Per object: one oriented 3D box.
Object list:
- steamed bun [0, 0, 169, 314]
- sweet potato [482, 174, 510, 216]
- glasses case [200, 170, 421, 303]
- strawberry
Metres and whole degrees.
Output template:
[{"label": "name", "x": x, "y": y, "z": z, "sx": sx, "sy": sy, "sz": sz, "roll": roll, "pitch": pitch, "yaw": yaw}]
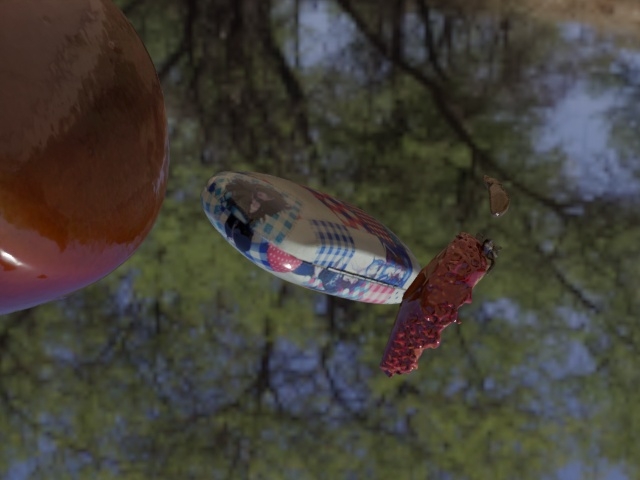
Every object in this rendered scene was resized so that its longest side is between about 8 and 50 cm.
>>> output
[{"label": "steamed bun", "x": -0.281, "y": -0.059, "z": 1.274, "sx": 0.235, "sy": 0.248, "sz": 0.379, "roll": -18, "pitch": -171, "yaw": 22}, {"label": "sweet potato", "x": 0.204, "y": -0.053, "z": 1.749, "sx": 0.026, "sy": 0.026, "sz": 0.115, "roll": 1, "pitch": -158, "yaw": 1}, {"label": "glasses case", "x": 0.000, "y": 0.000, "z": 1.460, "sx": 0.125, "sy": 0.076, "sz": 0.327, "roll": 42, "pitch": -167, "yaw": 26}, {"label": "strawberry", "x": 0.091, "y": 0.050, "z": 1.234, "sx": 0.048, "sy": 0.152, "sz": 0.104, "roll": 39, "pitch": -159, "yaw": 0}]
